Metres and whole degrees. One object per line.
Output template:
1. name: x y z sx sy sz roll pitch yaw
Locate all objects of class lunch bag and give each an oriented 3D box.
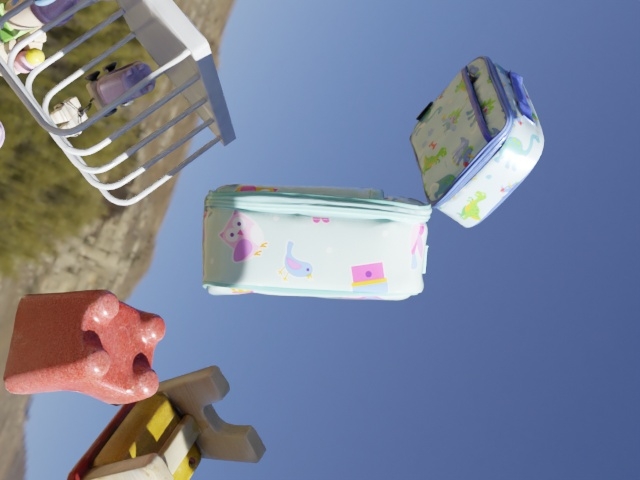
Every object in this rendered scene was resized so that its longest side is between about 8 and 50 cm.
1. lunch bag: 0.000 0.000 1.018 0.279 0.224 0.107 -106 -162 -88
2. lunch bag: 0.210 -0.140 1.390 0.176 0.090 0.219 -47 -153 29

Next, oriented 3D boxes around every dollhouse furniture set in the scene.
1. dollhouse furniture set: -0.204 0.167 0.552 0.152 0.201 0.374 -11 -154 30

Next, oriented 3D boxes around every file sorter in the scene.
1. file sorter: -0.227 -0.176 1.102 0.173 0.193 0.277 -37 169 -7

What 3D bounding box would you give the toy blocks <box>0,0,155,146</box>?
1. toy blocks: -0.330 -0.262 1.223 0.288 0.309 0.260 -37 -157 -34

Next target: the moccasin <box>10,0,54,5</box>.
1. moccasin: -0.240 -0.233 0.751 0.342 0.117 0.137 -33 139 -65
